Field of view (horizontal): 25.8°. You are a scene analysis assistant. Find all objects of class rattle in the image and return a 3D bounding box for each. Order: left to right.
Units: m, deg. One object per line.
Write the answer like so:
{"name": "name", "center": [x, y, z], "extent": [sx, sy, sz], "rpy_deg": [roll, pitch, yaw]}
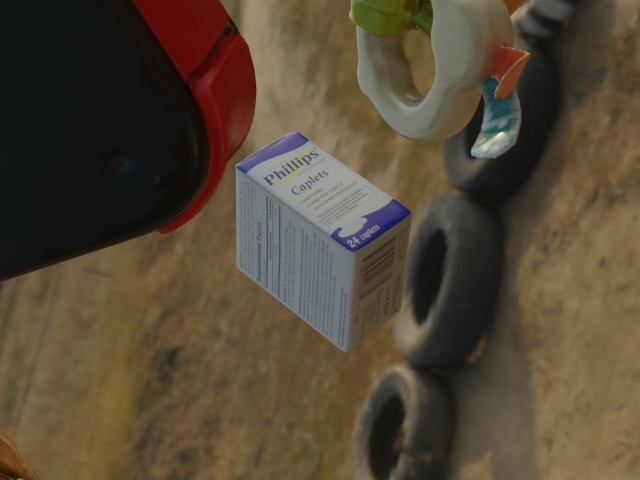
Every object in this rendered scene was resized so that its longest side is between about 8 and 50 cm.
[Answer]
{"name": "rattle", "center": [0.111, -0.113, 0.831], "extent": [0.200, 0.143, 0.130], "rpy_deg": [24, 103, 59]}

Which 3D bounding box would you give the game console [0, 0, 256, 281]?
{"name": "game console", "center": [-0.253, -0.097, 0.548], "extent": [0.387, 0.342, 0.060], "rpy_deg": [-17, 35, 24]}

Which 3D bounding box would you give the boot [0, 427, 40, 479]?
{"name": "boot", "center": [-0.293, 0.114, 0.989], "extent": [0.211, 0.104, 0.295], "rpy_deg": [40, -154, -63]}

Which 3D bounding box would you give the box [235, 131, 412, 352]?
{"name": "box", "center": [0.000, 0.000, 1.154], "extent": [0.072, 0.137, 0.126], "rpy_deg": [-36, -32, -31]}
